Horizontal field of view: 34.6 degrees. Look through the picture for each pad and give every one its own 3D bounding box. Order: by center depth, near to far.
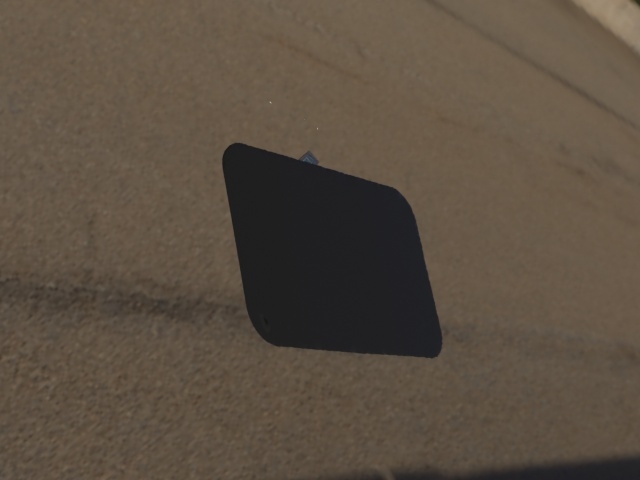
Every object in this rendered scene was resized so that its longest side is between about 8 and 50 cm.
[{"bbox_3d":[0.000,-0.001,1.282,0.375,0.063,0.315,13,61,-49],"label":"pad"}]

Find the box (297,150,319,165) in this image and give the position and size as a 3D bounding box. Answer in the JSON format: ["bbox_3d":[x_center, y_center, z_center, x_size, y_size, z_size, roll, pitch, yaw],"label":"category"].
[{"bbox_3d":[-0.031,-0.087,1.336,0.023,0.051,0.082,48,15,-6],"label":"box"}]
